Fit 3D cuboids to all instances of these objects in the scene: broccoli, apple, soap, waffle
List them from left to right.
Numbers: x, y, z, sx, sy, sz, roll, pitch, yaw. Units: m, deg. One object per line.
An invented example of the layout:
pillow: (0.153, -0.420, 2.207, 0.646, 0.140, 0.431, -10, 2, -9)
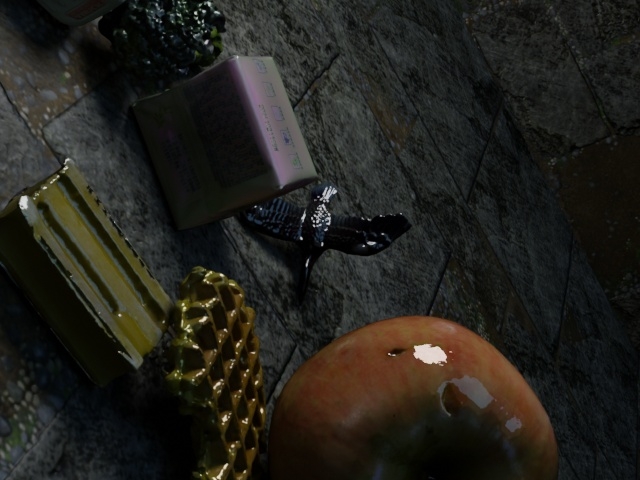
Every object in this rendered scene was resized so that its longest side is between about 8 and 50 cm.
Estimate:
soap: (-0.270, 0.038, 1.204, 0.233, 0.076, 0.135, 58, 26, -17)
broccoli: (-0.196, -0.294, 1.527, 0.145, 0.165, 0.304, 41, 7, 3)
waffle: (-0.123, 0.178, 1.305, 0.281, 0.058, 0.300, -8, 92, -76)
soap: (-0.130, -0.137, 1.481, 0.138, 0.182, 0.199, -14, 83, -64)
apple: (0.118, 0.294, 1.406, 0.391, 0.392, 0.346, 65, -7, -5)

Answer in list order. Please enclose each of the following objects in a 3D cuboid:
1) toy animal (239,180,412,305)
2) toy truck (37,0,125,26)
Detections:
toy animal: (0.000, 0.002, 1.692, 0.160, 0.273, 0.197, -79, 180, -74)
toy truck: (-0.358, -0.405, 1.322, 0.305, 0.136, 0.162, 43, 42, -36)
